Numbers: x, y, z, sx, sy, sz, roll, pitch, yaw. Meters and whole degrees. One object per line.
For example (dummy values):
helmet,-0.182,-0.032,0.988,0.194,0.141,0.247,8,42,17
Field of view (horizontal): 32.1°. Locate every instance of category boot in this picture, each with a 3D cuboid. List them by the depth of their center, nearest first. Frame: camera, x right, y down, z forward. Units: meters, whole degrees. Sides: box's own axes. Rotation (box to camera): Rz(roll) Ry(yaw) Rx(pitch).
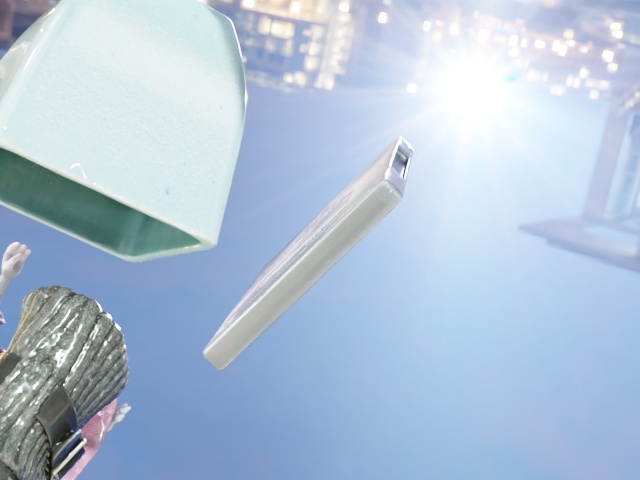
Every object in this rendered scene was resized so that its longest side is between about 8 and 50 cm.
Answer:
boot,-0.309,0.219,1.079,0.131,0.348,0.260,31,-129,-8

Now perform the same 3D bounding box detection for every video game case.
video game case,0.000,0.000,0.956,0.026,0.196,0.274,45,-167,-5

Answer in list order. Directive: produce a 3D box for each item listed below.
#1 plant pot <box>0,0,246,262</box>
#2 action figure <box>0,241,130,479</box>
plant pot,-0.220,-0.145,1.175,0.248,0.252,0.247,27,162,-25
action figure,-0.458,0.186,1.522,0.370,0.275,0.248,40,-141,-20
